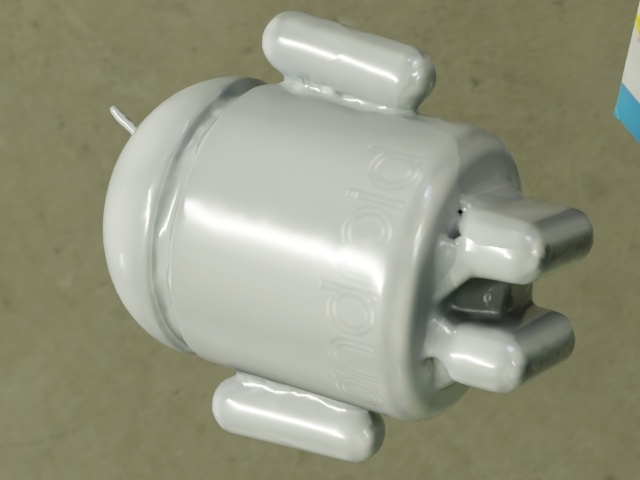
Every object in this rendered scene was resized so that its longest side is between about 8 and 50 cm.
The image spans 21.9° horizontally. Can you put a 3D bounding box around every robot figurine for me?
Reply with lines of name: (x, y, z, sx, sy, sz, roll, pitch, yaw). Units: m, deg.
robot figurine: (0.000, 0.000, 1.122, 0.353, 0.200, 0.300, 14, 100, 27)

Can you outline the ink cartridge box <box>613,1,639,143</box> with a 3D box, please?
ink cartridge box: (0.377, -0.156, 1.391, 0.168, 0.171, 0.233, 56, 163, 29)
